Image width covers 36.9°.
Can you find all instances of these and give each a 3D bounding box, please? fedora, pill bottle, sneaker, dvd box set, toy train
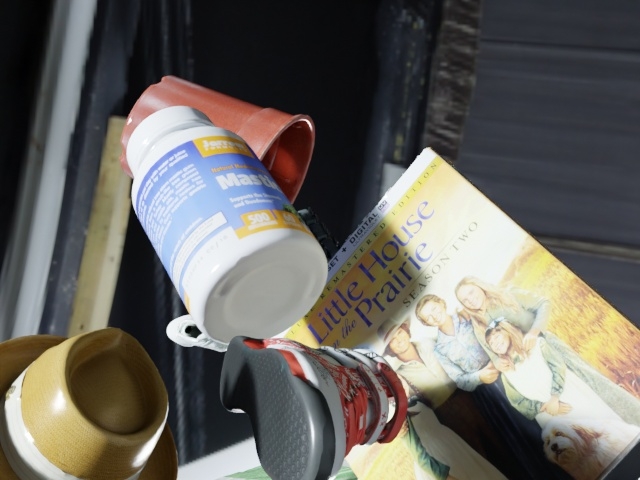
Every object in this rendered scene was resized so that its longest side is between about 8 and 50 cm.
[{"bbox_3d":[-0.170,0.124,0.716,0.079,0.194,0.194,-50,-12,23],"label":"fedora"},{"bbox_3d":[-0.116,-0.029,1.051,0.152,0.272,0.152,-20,-41,-18],"label":"pill bottle"},{"bbox_3d":[0.015,0.134,0.777,0.270,0.145,0.090,-166,85,-73],"label":"sneaker"},{"bbox_3d":[-0.204,0.141,1.522,0.061,0.152,0.054,21,-103,-40],"label":"sneaker"},{"bbox_3d":[0.139,0.126,0.982,0.307,0.420,0.062,-50,-46,10],"label":"dvd box set"},{"bbox_3d":[0.000,0.000,1.198,0.158,0.027,0.036,-128,23,-63],"label":"toy train"}]

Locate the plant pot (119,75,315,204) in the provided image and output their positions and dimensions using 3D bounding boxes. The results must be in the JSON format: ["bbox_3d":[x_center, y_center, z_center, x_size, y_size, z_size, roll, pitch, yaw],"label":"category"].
[{"bbox_3d":[-0.192,-0.149,1.694,0.272,0.265,0.272,-56,-16,-26],"label":"plant pot"}]

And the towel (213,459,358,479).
[{"bbox_3d":[0.019,0.312,1.304,0.325,0.248,0.038,-9,-96,-31],"label":"towel"}]
